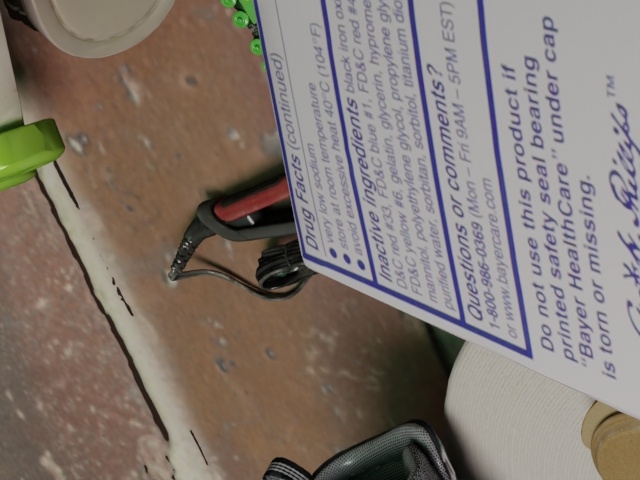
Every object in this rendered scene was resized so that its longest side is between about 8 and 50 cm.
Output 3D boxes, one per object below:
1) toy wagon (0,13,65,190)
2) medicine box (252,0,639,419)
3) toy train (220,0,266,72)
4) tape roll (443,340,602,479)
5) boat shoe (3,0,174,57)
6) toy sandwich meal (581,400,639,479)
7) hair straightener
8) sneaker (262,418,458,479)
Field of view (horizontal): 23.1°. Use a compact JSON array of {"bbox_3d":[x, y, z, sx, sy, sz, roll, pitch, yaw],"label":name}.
[{"bbox_3d":[-0.205,-0.152,0.764,0.267,0.068,0.344,69,163,-4],"label":"toy wagon"},{"bbox_3d":[0.164,-0.068,0.500,0.289,0.263,0.149,24,133,49],"label":"medicine box"},{"bbox_3d":[-0.023,-0.104,0.828,0.024,0.017,0.083,-25,105,31],"label":"toy train"},{"bbox_3d":[0.244,0.128,0.730,0.392,0.072,0.392,22,141,20],"label":"tape roll"},{"bbox_3d":[-0.133,-0.249,0.737,0.097,0.117,0.324,39,142,45],"label":"boat shoe"},{"bbox_3d":[0.155,0.094,0.685,0.086,0.029,0.085,20,141,17],"label":"toy sandwich meal"},{"bbox_3d":[0.000,0.000,0.862,0.230,0.047,0.089,-21,107,41],"label":"hair straightener"},{"bbox_3d":[0.084,0.177,0.765,0.269,0.101,0.153,10,138,37],"label":"sneaker"}]
